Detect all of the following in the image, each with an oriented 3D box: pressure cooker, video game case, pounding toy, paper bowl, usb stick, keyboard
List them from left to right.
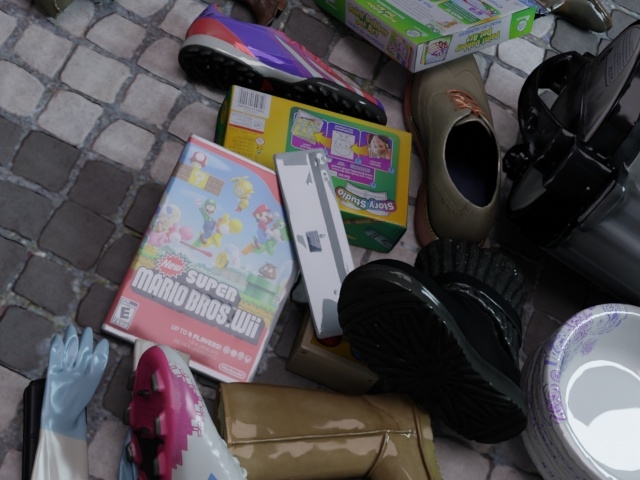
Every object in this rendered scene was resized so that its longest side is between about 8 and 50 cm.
[{"bbox_3d":[-0.308,0.290,1.426,0.077,0.045,0.278,9,58,-26],"label":"usb stick"},{"bbox_3d":[-0.133,0.028,1.601,0.204,0.025,0.285,24,74,-6],"label":"video game case"},{"bbox_3d":[0.000,0.000,1.607,0.072,0.014,0.256,-11,74,-13],"label":"keyboard"},{"bbox_3d":[0.028,0.108,1.623,0.130,0.100,0.141,23,55,-7],"label":"pounding toy"},{"bbox_3d":[0.396,0.240,1.660,0.284,0.148,0.284,10,58,-16],"label":"paper bowl"},{"bbox_3d":[0.459,-0.100,1.739,0.420,0.370,0.375,33,79,-4],"label":"pressure cooker"}]

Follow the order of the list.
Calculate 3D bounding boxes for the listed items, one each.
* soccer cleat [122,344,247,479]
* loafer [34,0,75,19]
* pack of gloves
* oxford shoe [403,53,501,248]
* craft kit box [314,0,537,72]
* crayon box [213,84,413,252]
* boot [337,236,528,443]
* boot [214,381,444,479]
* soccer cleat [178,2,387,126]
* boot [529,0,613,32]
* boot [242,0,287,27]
[{"bbox_3d":[-0.137,0.282,1.435,0.143,0.116,0.331,-5,83,-33],"label":"soccer cleat"},{"bbox_3d":[-0.313,-0.393,1.801,0.251,0.094,0.087,-29,99,-22],"label":"loafer"},{"bbox_3d":[-0.255,0.224,1.463,0.195,0.046,0.232,23,60,-38],"label":"pack of gloves"},{"bbox_3d":[0.214,-0.166,1.823,0.140,0.146,0.397,5,59,-15],"label":"oxford shoe"},{"bbox_3d":[0.161,-0.368,1.921,0.246,0.061,0.250,-20,45,-31],"label":"craft kit box"},{"bbox_3d":[-0.013,-0.099,1.739,0.278,0.081,0.165,14,58,-13],"label":"crayon box"},{"bbox_3d":[0.150,0.075,1.593,0.348,0.131,0.260,47,34,-34],"label":"boot"},{"bbox_3d":[0.010,0.289,1.529,0.269,0.089,0.236,2,56,-18],"label":"boot"},{"bbox_3d":[-0.044,-0.249,1.800,0.318,0.109,0.116,20,58,-5],"label":"soccer cleat"},{"bbox_3d":[0.383,-0.393,2.080,0.219,0.082,0.106,36,77,-3],"label":"boot"},{"bbox_3d":[-0.118,-0.364,1.878,0.114,0.037,0.106,34,42,-4],"label":"boot"}]
